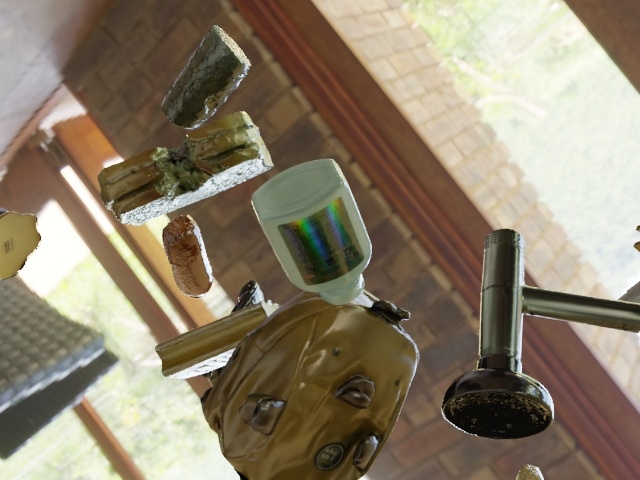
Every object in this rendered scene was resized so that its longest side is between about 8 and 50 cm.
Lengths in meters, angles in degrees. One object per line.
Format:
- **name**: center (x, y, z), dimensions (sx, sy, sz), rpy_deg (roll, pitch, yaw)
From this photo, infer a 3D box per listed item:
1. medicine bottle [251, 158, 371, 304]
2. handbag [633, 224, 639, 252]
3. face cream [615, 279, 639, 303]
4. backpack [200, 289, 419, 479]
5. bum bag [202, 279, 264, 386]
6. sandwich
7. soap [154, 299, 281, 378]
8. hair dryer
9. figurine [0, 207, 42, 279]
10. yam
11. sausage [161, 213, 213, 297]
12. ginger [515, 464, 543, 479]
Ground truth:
- **medicine bottle**: center (0.000, 0.000, 1.238), dimensions (0.121, 0.083, 0.228), rpy_deg (-25, 141, -1)
- **handbag**: center (0.914, 0.043, 2.034), dimensions (0.401, 0.283, 0.133), rpy_deg (-1, -123, 53)
- **face cream**: center (0.527, 0.083, 1.528), dimensions (0.130, 0.034, 0.034), rpy_deg (-45, 174, 28)
- **backpack**: center (-0.003, 0.250, 1.545), dimensions (0.201, 0.354, 0.378), rpy_deg (29, -89, 52)
- **bum bag**: center (-0.206, 0.233, 2.257), dimensions (0.095, 0.144, 0.340), rpy_deg (2, -151, 19)
- **sandwich**: center (-0.221, -0.114, 1.534), dimensions (0.273, 0.095, 0.249), rpy_deg (-23, -179, -1)
- **soap**: center (-0.181, 0.190, 1.777), dimensions (0.232, 0.073, 0.140), rpy_deg (-24, 163, 12)
- **hair dryer**: center (0.350, 0.136, 1.367), dimensions (0.155, 0.284, 0.320), rpy_deg (70, 33, -51)
- **figurine**: center (-0.715, -0.048, 1.876), dimensions (0.208, 0.257, 0.181), rpy_deg (-55, 155, -4)
- **yam**: center (-0.199, -0.285, 1.646), dimensions (0.183, 0.107, 0.107), rpy_deg (-47, 174, 25)
- **sausage**: center (-0.330, 0.051, 2.344), dimensions (0.102, 0.102, 0.330), rpy_deg (-37, 154, -17)
- **ginger**: center (0.376, 0.509, 1.742), dimensions (0.133, 0.059, 0.214), rpy_deg (-38, 140, -28)
